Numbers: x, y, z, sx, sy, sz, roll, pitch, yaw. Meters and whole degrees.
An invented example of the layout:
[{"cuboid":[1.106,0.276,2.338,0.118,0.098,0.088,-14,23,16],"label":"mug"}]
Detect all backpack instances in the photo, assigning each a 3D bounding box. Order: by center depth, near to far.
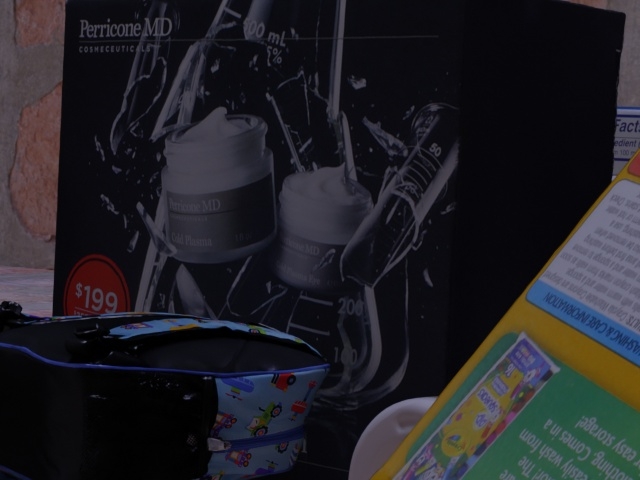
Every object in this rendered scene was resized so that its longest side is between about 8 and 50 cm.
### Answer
[{"cuboid":[-0.087,0.096,0.913,0.173,0.117,0.158,2,2,-32],"label":"backpack"}]

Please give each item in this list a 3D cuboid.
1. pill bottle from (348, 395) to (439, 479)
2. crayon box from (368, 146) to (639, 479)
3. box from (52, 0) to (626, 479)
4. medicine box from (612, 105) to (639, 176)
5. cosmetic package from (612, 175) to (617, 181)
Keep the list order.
[{"cuboid":[0.103,0.121,0.830,0.169,0.094,0.094,2,2,-44],"label":"pill bottle"},{"cuboid":[0.148,0.052,0.589,0.083,0.323,0.203,41,-2,-23],"label":"crayon box"},{"cuboid":[0.000,0.000,1.084,0.343,0.312,0.179,4,2,41],"label":"box"},{"cuboid":[0.376,0.019,1.605,0.263,0.289,0.149,5,2,29],"label":"medicine box"},{"cuboid":[0.370,0.074,1.063,0.156,0.217,0.385,1,5,-44],"label":"cosmetic package"}]
